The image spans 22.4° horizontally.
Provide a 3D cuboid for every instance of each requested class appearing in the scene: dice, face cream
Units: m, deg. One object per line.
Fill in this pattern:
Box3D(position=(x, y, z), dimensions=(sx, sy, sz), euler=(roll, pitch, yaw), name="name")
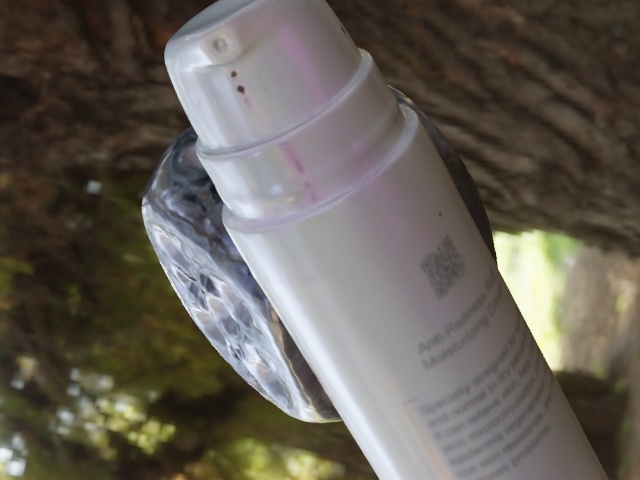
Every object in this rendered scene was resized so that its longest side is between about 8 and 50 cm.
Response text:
Box3D(position=(0.000, 0.000, 1.112), dimensions=(0.182, 0.183, 0.181), euler=(-38, -47, -16), name="dice")
Box3D(position=(0.038, 0.035, 0.745), dimensions=(0.345, 0.102, 0.102), euler=(61, -157, -22), name="face cream")
